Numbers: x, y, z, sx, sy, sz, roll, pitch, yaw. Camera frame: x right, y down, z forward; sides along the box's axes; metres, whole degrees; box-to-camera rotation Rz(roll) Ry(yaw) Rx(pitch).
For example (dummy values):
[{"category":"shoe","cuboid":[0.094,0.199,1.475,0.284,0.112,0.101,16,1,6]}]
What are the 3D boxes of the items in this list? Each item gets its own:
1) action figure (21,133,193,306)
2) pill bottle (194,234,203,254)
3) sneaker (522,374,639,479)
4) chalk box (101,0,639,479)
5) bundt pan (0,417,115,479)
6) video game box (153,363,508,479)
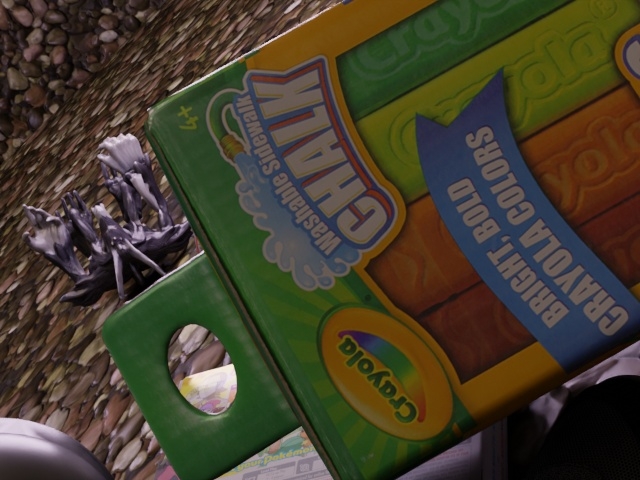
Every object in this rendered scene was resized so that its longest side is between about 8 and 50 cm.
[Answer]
[{"category":"action figure","cuboid":[-0.234,-0.020,1.378,0.164,0.141,0.276,-37,19,-6]},{"category":"pill bottle","cuboid":[0.000,0.000,0.912,0.124,0.124,0.221,-51,22,-11]},{"category":"sneaker","cuboid":[0.064,0.135,0.505,0.101,0.153,0.268,-20,34,49]},{"category":"chalk box","cuboid":[0.041,0.001,0.577,0.289,0.180,0.179,-30,-11,-3]},{"category":"bundt pan","cuboid":[-0.109,0.220,0.521,0.124,0.330,0.331,-16,15,-15]},{"category":"video game box","cuboid":[0.002,0.125,0.709,0.205,0.048,0.187,-17,33,19]}]
